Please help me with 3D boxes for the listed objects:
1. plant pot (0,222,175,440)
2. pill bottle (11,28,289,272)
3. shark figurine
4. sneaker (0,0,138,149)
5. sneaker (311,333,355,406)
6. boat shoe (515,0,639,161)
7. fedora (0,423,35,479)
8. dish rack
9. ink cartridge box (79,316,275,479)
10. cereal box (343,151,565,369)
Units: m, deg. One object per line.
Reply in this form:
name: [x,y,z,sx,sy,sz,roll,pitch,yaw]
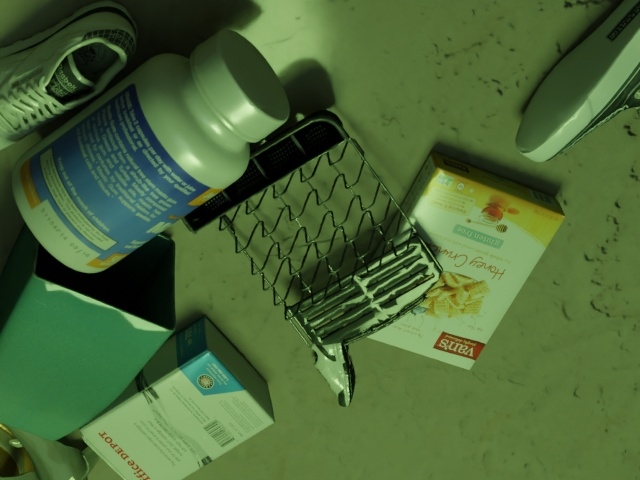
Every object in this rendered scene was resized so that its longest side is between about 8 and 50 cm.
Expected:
plant pot: [-0.290,0.099,1.666,0.166,0.165,0.234,24,120,-22]
pill bottle: [-0.169,-0.094,1.525,0.272,0.152,0.152,-32,121,22]
shark figurine: [-0.328,0.245,1.742,0.116,0.166,0.278,-7,129,51]
sneaker: [-0.291,-0.158,1.543,0.235,0.095,0.090,-35,122,14]
sneaker: [0.016,0.156,1.824,0.044,0.040,0.109,-4,120,13]
boat shoe: [0.341,-0.189,1.624,0.102,0.108,0.301,35,103,-24]
fedora: [-0.424,0.286,1.805,0.194,0.079,0.194,-4,121,-6]
dish rack: [0.000,0.000,1.671,0.208,0.074,0.271,-30,110,18]
ink cartridge box: [-0.173,0.202,1.791,0.191,0.082,0.139,-32,121,12]
cereal box: [0.154,0.029,1.756,0.173,0.047,0.240,19,117,-18]
